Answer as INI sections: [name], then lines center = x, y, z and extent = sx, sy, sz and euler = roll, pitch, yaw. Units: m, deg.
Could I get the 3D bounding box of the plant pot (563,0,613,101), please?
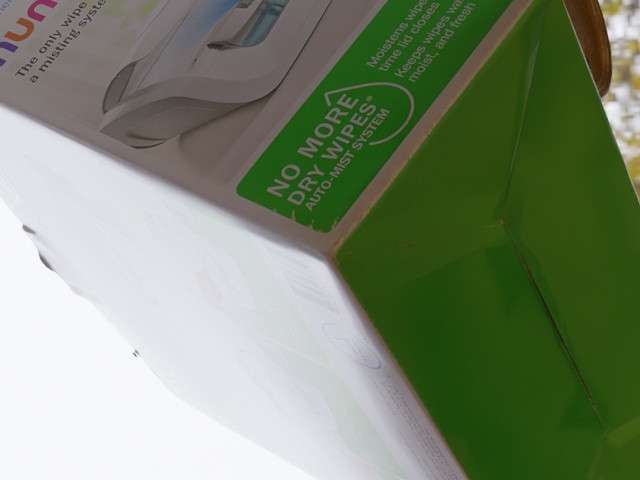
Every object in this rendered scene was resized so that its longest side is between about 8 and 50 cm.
[plant pot]
center = 0.019, -0.086, 0.918
extent = 0.237, 0.254, 0.237
euler = 36, -138, -42

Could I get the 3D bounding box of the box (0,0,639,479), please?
[box]
center = 0.000, 0.000, 0.657
extent = 0.127, 0.231, 0.262
euler = -51, -41, -16
